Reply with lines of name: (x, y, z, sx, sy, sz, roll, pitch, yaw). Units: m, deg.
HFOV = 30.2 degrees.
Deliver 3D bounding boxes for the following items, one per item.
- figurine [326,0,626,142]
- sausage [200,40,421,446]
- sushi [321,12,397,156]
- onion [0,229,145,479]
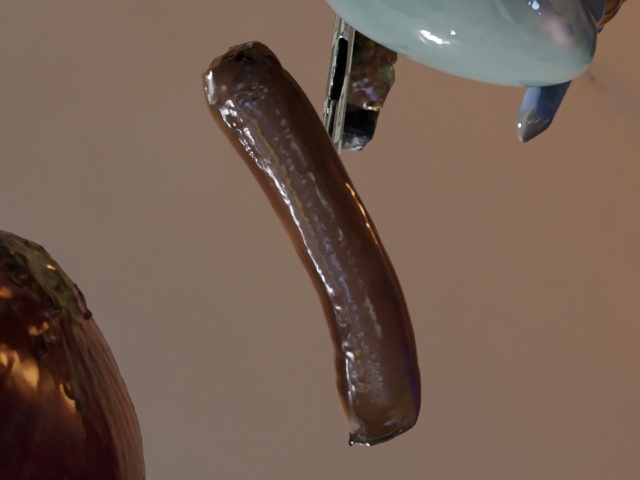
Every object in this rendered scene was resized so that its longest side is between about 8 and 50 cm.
figurine: (0.120, -0.232, 0.504, 0.224, 0.382, 0.205, 49, -144, 9)
sausage: (0.000, 0.000, 0.497, 0.047, 0.040, 0.177, -26, -85, -15)
sushi: (0.030, -0.111, 0.800, 0.040, 0.210, 0.193, 8, -98, -4)
onion: (-0.247, 0.133, 0.669, 0.341, 0.341, 0.341, 3, -100, -20)
